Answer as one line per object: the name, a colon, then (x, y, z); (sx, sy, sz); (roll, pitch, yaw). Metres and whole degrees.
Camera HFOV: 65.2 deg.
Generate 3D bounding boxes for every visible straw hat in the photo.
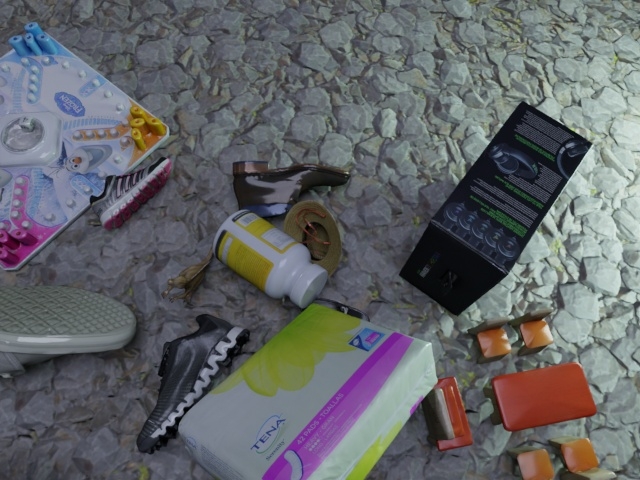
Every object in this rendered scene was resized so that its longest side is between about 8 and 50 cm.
straw hat: (0.000, 0.000, 0.887); (0.061, 0.144, 0.144); (-8, 61, -53)

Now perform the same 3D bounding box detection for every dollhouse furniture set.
dollhouse furniture set: (0.291, 0.248, 0.766); (0.260, 0.135, 0.261); (-9, 69, -7)

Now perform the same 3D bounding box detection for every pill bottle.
pill bottle: (-0.082, 0.033, 0.837); (0.184, 0.103, 0.103); (33, 70, 20)

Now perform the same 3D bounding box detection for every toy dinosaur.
toy dinosaur: (-0.213, 0.059, 0.847); (0.053, 0.183, 0.093); (44, 112, -9)

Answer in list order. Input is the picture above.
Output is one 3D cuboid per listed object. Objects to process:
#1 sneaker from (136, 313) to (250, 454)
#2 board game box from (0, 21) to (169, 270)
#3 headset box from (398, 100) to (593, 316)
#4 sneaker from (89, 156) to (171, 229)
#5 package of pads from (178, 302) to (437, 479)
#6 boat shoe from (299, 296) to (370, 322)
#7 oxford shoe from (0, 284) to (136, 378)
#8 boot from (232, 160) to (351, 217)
sneaker: (-0.219, 0.213, 0.788); (0.106, 0.078, 0.234); (31, 66, 12)
board game box: (-0.562, -0.200, 0.947); (0.390, 0.050, 0.390); (38, 71, 11)
headset box: (0.266, -0.033, 0.818); (0.131, 0.246, 0.283); (36, 70, 12)
sneaker: (-0.349, -0.101, 0.911); (0.075, 0.063, 0.170); (41, 76, 6)
package of pads: (-0.015, 0.221, 0.688); (0.229, 0.101, 0.297); (13, 39, 40)
boat shoe: (0.025, 0.123, 0.854); (0.125, 0.038, 0.046); (18, 68, 4)
oxford shoe: (-0.518, 0.156, 0.773); (0.450, 0.169, 0.129); (-1, 109, -12)
boot: (-0.053, -0.088, 0.931); (0.220, 0.082, 0.106); (2, 90, -7)
